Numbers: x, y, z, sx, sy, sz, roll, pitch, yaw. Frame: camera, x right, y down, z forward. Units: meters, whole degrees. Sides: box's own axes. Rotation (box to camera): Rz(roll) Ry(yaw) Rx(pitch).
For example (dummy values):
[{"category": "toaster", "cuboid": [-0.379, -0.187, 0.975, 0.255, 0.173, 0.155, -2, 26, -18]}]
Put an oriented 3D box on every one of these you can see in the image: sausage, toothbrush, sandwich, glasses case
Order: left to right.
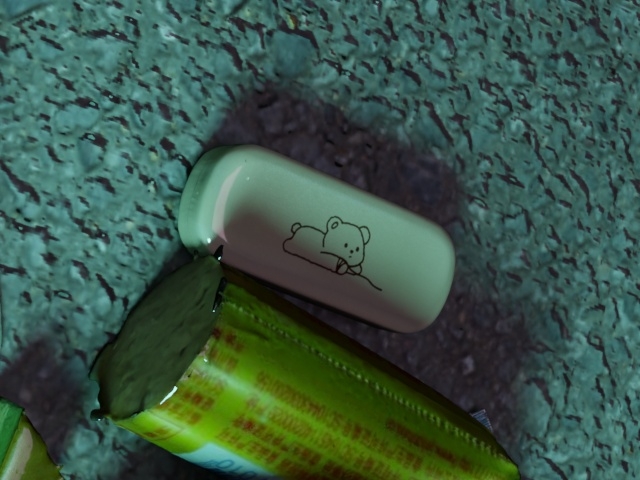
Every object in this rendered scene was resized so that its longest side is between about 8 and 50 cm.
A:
[{"category": "sandwich", "cuboid": [-0.208, 0.157, 1.062, 0.116, 0.074, 0.074, -39, 112, -21]}, {"category": "glasses case", "cuboid": [0.000, 0.000, 1.187, 0.196, 0.050, 0.083, 21, 84, -29]}, {"category": "sausage", "cuboid": [0.016, 0.121, 1.164, 0.317, 0.117, 0.125, 30, 110, -29]}, {"category": "toothbrush", "cuboid": [0.140, 0.190, 1.297, 0.017, 0.014, 0.162, -26, 106, -6]}]

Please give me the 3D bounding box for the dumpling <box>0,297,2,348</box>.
[{"category": "dumpling", "cuboid": [-0.240, 0.070, 1.021, 0.153, 0.108, 0.219, 24, 83, -28]}]
